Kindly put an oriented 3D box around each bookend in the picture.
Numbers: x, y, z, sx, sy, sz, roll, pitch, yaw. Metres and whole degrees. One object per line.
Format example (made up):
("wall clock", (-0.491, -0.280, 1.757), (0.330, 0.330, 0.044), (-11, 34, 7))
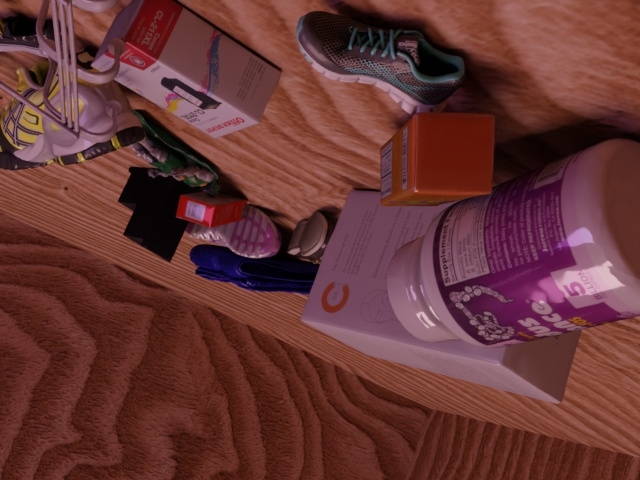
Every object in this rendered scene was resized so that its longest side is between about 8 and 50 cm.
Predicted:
("bookend", (-0.326, -0.052, 1.561), (0.156, 0.157, 0.072), (8, 161, 41))

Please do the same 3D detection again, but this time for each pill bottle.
("pill bottle", (0.213, 0.021, 0.851), (0.169, 0.169, 0.301), (29, 149, -27))

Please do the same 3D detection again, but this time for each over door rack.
("over door rack", (-0.341, -0.253, 0.817), (0.324, 0.108, 0.239), (25, 150, -1))

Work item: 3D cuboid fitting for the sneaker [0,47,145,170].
("sneaker", (-0.393, -0.191, 1.209), (0.384, 0.145, 0.147), (-1, 111, 45))

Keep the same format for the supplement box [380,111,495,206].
("supplement box", (0.113, -0.077, 0.842), (0.078, 0.080, 0.233), (1, -179, -3))

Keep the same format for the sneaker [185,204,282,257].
("sneaker", (-0.155, -0.019, 1.591), (0.236, 0.095, 0.104), (17, 173, 39))

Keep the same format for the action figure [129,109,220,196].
("action figure", (-0.251, -0.132, 1.358), (0.137, 0.063, 0.232), (3, 161, 44))

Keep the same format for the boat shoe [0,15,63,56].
("boat shoe", (-0.393, -0.273, 1.067), (0.142, 0.049, 0.040), (14, 145, 24))

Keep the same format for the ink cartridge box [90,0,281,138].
("ink cartridge box", (-0.152, -0.195, 0.929), (0.175, 0.072, 0.127), (29, 163, -26))

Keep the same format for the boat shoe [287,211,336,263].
("boat shoe", (0.000, 0.000, 1.441), (0.068, 0.081, 0.228), (22, 174, -12))

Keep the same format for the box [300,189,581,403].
("box", (0.175, 0.067, 1.131), (0.345, 0.215, 0.168), (8, 161, 45))

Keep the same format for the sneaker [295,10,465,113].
("sneaker", (0.060, -0.172, 0.742), (0.166, 0.065, 0.076), (18, 160, -20))

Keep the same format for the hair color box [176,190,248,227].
("hair color box", (-0.192, -0.058, 1.456), (0.072, 0.043, 0.141), (18, -167, 16))

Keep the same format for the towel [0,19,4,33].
("towel", (-0.501, -0.321, 0.978), (0.237, 0.021, 0.102), (23, 170, -5))

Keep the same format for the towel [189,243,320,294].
("towel", (-0.128, 0.065, 1.712), (0.227, 0.076, 0.308), (9, -179, -28))
